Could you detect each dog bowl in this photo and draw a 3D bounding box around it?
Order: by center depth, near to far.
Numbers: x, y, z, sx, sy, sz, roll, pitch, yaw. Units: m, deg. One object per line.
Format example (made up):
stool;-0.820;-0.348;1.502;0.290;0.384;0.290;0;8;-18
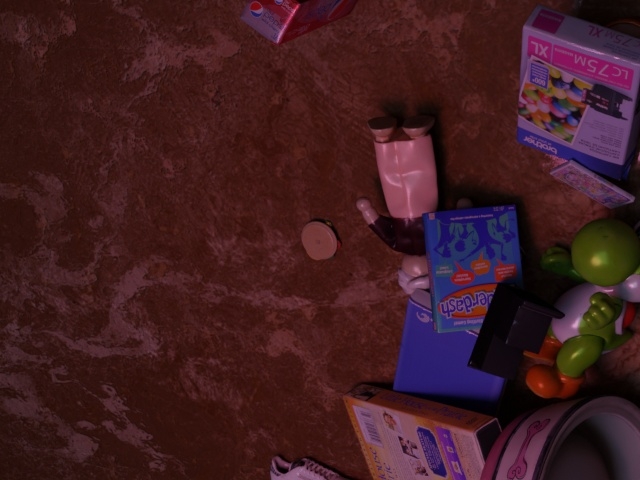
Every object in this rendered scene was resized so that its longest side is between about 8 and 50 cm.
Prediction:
dog bowl;0.432;0.463;1.803;0.150;0.408;0.408;-3;111;49

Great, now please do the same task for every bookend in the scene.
bookend;0.318;0.164;1.724;0.072;0.157;0.156;19;95;-8

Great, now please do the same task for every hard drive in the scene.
hard drive;0.244;0.252;1.967;0.210;0.040;0.319;27;139;21

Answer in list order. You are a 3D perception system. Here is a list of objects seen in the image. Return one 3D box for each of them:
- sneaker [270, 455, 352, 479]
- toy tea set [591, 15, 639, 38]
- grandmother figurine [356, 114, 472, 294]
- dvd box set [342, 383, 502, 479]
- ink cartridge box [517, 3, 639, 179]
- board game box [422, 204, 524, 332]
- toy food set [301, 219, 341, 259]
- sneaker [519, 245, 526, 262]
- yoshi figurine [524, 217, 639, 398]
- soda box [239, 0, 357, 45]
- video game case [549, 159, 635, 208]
sneaker;-0.011;0.527;2.281;0.235;0.090;0.095;-1;101;30
toy tea set;0.553;-0.238;1.556;0.336;0.124;0.200;3;113;30
grandmother figurine;0.173;-0.052;1.894;0.208;0.104;0.342;5;117;27
dvd box set;0.224;0.446;2.001;0.420;0.062;0.308;1;115;59
ink cartridge box;0.399;-0.206;1.614;0.186;0.065;0.311;25;154;23
board game box;0.267;0.049;1.820;0.160;0.047;0.210;-6;90;-6
toy food set;0.000;0.000;2.067;0.082;0.020;0.083;-8;107;33
sneaker;0.314;0.016;1.870;0.109;0.044;0.040;26;121;17
yoshi figurine;0.438;0.088;1.740;0.203;0.203;0.362;41;124;17
soda box;-0.019;-0.408;1.738;0.083;0.263;0.092;40;127;8
video game case;0.442;-0.091;1.707;0.122;0.011;0.087;29;170;-5
